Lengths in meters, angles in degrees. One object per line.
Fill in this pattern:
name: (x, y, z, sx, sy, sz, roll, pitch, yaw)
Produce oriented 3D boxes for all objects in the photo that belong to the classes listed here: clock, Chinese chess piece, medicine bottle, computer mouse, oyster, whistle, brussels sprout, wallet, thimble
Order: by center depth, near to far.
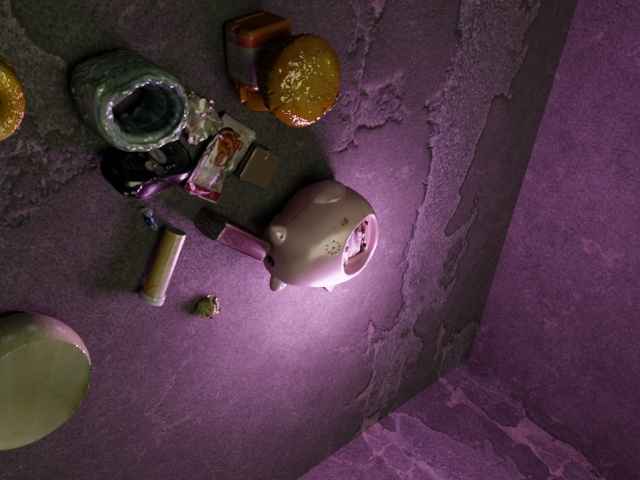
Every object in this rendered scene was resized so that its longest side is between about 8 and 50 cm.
thimble: (-0.420, -0.305, 1.510, 0.250, 0.172, 0.204, 14, 109, -55)
computer mouse: (-0.422, -0.173, 1.657, 0.233, 0.137, 0.096, -24, 154, -40)
Chinese chess piece: (-0.744, 0.343, 1.679, 0.349, 0.146, 0.349, -29, 137, -31)
oyster: (-0.306, -0.319, 1.737, 0.109, 0.053, 0.165, -17, 144, -7)
medicine bottle: (-0.156, -0.455, 1.751, 0.149, 0.112, 0.222, -30, 138, -32)
whistle: (-0.451, -0.058, 1.803, 0.033, 0.029, 0.083, -12, 132, 3)
medicine bottle: (-0.436, 0.070, 1.890, 0.074, 0.074, 0.218, 5, 112, -51)
wallet: (-0.178, -0.215, 1.982, 0.118, 0.039, 0.153, -58, 152, 5)
brussels sprout: (-0.344, 0.215, 2.130, 0.085, 0.058, 0.085, -33, 155, -17)
clock: (0.000, 0.000, 2.188, 0.377, 0.251, 0.368, -29, 137, -33)

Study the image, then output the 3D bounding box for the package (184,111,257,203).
package: (-0.276, -0.221, 1.872, 0.239, 0.030, 0.154, -59, 147, 4)

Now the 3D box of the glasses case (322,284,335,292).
glasses case: (0.002, 0.113, 2.462, 0.070, 0.047, 0.205, -54, 145, -10)

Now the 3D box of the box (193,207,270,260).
box: (-0.253, -0.016, 1.991, 0.069, 0.120, 0.224, -58, 147, 3)

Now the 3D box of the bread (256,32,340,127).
bread: (-0.057, -0.401, 1.691, 0.240, 0.139, 0.239, -32, 138, -33)

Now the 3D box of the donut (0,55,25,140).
donut: (-0.661, -0.274, 1.334, 0.174, 0.075, 0.190, -12, 127, -45)
